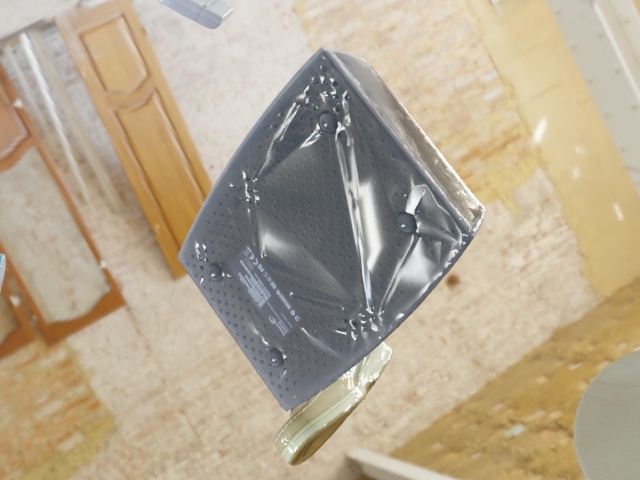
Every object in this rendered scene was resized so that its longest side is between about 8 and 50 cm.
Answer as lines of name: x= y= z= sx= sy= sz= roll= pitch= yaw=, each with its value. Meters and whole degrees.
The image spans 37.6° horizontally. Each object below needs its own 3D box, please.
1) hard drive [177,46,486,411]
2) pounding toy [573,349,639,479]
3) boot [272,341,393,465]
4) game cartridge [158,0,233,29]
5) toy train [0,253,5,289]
hard drive: x=0.000 y=0.000 z=0.670 sx=0.054 sy=0.172 sz=0.255 roll=-26 pitch=163 yaw=-42
pounding toy: x=0.383 y=0.233 z=0.991 sx=0.183 sy=0.237 sz=0.110 roll=-37 pitch=154 yaw=9
boot: x=-0.031 y=0.099 z=0.859 sx=0.077 sy=0.165 sz=0.213 roll=-49 pitch=176 yaw=26
game cartridge: x=-0.111 y=-0.194 z=0.735 sx=0.017 sy=0.083 sz=0.056 roll=-58 pitch=-174 yaw=21
toy train: x=-0.428 y=0.015 z=1.017 sx=0.143 sy=0.105 sz=0.248 roll=4 pitch=166 yaw=-11
